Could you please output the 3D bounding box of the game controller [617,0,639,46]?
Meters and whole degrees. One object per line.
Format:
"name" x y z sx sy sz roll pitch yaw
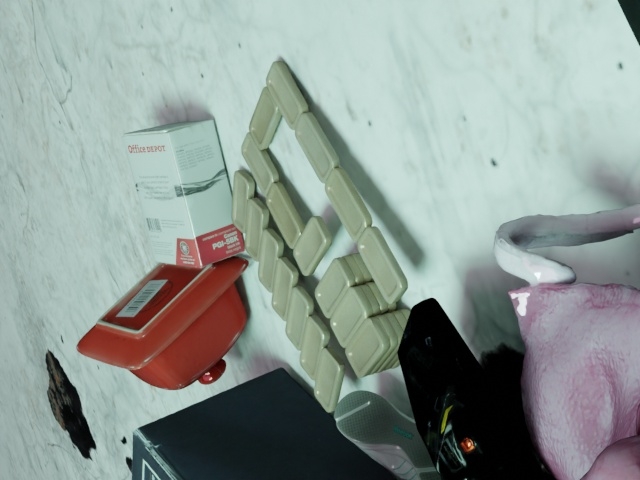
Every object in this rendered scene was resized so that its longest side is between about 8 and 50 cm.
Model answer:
"game controller" 0.168 -0.149 0.397 0.166 0.067 0.319 94 169 -55

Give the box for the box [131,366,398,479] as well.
"box" -0.029 0.332 0.915 0.294 0.182 0.296 39 134 36

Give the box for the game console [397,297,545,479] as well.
"game console" 0.159 0.207 0.635 0.361 0.044 0.213 57 -172 -7

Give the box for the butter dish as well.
"butter dish" -0.138 0.097 1.004 0.159 0.160 0.118 5 135 53

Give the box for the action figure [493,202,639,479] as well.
"action figure" 0.185 0.074 0.374 0.248 0.370 0.276 -12 78 14

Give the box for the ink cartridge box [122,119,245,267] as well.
"ink cartridge box" -0.135 -0.048 0.976 0.099 0.056 0.135 5 112 53

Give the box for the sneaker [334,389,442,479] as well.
"sneaker" 0.083 0.173 0.801 0.152 0.054 0.061 28 162 32

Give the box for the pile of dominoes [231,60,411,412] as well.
"pile of dominoes" 0.000 0.000 0.852 0.251 0.040 0.196 62 147 25
